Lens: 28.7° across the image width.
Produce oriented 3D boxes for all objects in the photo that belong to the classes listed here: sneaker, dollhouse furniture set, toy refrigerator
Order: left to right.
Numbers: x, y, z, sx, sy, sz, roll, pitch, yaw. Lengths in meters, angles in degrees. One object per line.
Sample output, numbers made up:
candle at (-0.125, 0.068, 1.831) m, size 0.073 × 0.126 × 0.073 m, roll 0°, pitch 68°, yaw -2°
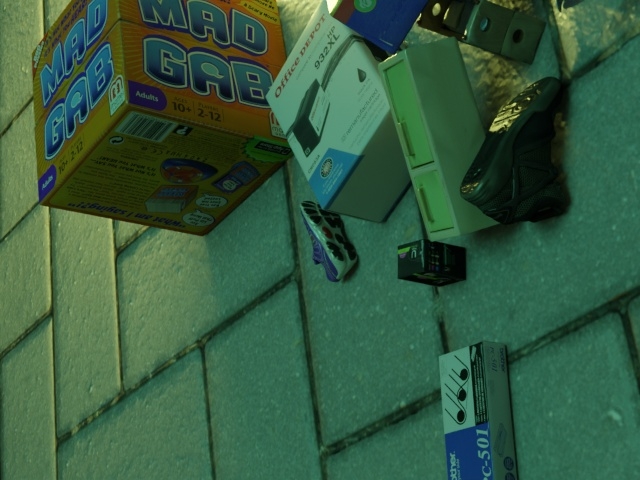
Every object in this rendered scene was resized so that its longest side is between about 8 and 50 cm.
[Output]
sneaker at (0.000, 0.000, 2.109) m, size 0.071 × 0.068 × 0.170 m, roll -59°, pitch 39°, yaw 36°
toy refrigerator at (0.170, -0.140, 1.775) m, size 0.102 × 0.094 × 0.269 m, roll -13°, pitch 94°, yaw 69°
dollhouse furniture set at (0.248, -0.369, 1.802) m, size 0.129 × 0.129 × 0.183 m, roll 33°, pitch 107°, yaw 54°
sneaker at (0.290, -0.113, 1.720) m, size 0.087 × 0.130 × 0.227 m, roll -16°, pitch 40°, yaw 58°

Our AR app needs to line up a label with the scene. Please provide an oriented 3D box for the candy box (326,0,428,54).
candy box at (0.112, -0.457, 1.801) m, size 0.268 × 0.122 × 0.317 m, roll -56°, pitch 21°, yaw 23°

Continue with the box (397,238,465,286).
box at (0.163, 0.033, 1.846) m, size 0.062 × 0.083 × 0.052 m, roll -20°, pitch 65°, yaw 52°

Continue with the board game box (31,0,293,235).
board game box at (-0.302, -0.268, 2.361) m, size 0.356 × 0.357 × 0.356 m, roll -39°, pitch 51°, yaw 42°

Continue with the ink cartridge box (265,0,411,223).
ink cartridge box at (0.053, -0.216, 2.037) m, size 0.223 × 0.129 × 0.307 m, roll -57°, pitch 40°, yaw 29°

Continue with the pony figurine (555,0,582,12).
pony figurine at (0.427, -0.386, 1.473) m, size 0.351 × 0.303 × 0.363 m, roll -25°, pitch 50°, yaw 12°

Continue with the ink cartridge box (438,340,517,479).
ink cartridge box at (0.218, 0.251, 1.738) m, size 0.097 × 0.046 × 0.207 m, roll -27°, pitch 59°, yaw 51°
